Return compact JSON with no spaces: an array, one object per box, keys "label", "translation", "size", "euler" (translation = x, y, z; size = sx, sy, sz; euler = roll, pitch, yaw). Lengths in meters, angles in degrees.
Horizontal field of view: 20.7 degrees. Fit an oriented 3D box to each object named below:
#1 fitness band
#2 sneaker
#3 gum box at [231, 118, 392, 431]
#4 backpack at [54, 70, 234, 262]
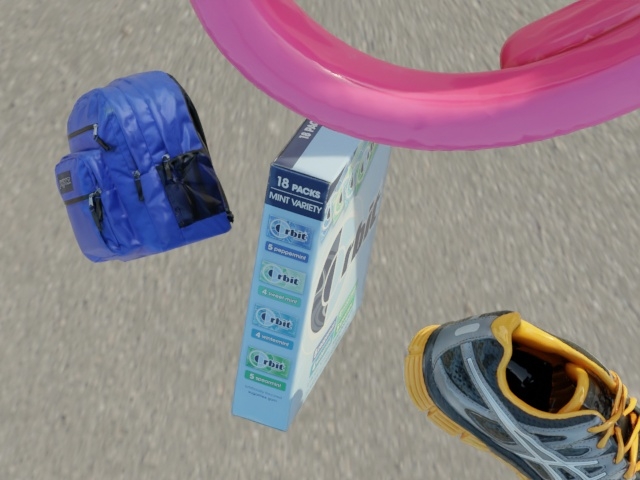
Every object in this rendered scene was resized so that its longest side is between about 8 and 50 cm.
[{"label":"fitness band","translation":[0.083,-0.133,0.623],"size":[0.290,0.054,0.209],"euler":[-26,132,28]},{"label":"sneaker","translation":[0.152,0.109,1.017],"size":[0.214,0.084,0.083],"euler":[29,147,-17]},{"label":"gum box","translation":[0.000,0.000,1.091],"size":[0.041,0.157,0.184],"euler":[17,123,11]},{"label":"backpack","translation":[-0.124,-0.049,1.171],"size":[0.101,0.098,0.120],"euler":[-18,93,-32]}]
